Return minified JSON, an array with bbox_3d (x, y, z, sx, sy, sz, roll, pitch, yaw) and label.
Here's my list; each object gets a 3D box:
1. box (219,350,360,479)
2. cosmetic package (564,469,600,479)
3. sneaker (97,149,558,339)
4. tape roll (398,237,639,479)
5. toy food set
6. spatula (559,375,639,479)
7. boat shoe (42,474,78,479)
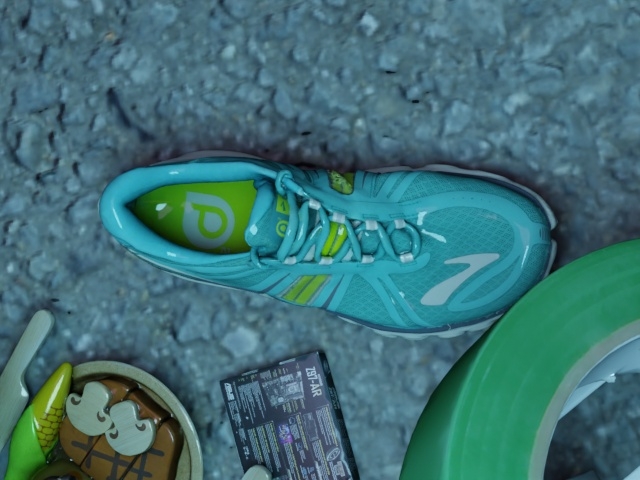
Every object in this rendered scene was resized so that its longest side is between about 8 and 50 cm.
[{"bbox_3d":[-0.019,0.116,1.216,0.067,0.018,0.083,-18,82,13],"label":"box"},{"bbox_3d":[0.131,0.244,1.097,0.151,0.151,0.183,-36,77,11],"label":"cosmetic package"},{"bbox_3d":[0.000,0.000,1.172,0.275,0.110,0.107,4,87,15],"label":"sneaker"},{"bbox_3d":[0.197,0.157,0.989,0.321,0.077,0.321,8,64,-16],"label":"tape roll"},{"bbox_3d":[-0.132,0.139,1.221,0.192,0.038,0.132,33,110,14],"label":"toy food set"},{"bbox_3d":[0.214,0.092,1.082,0.242,0.019,0.168,-34,81,-29],"label":"spatula"},{"bbox_3d":[-0.049,0.262,1.165,0.123,0.123,0.342,-37,84,1],"label":"boat shoe"}]
